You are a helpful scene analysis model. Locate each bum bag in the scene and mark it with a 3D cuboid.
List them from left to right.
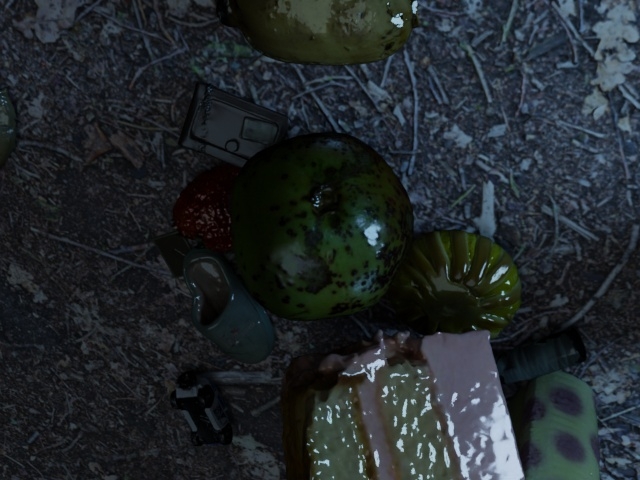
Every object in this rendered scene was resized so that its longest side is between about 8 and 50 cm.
[{"bbox_3d":[-0.135,-0.173,1.256,0.159,0.026,0.109,22,104,-3],"label":"bum bag"}]

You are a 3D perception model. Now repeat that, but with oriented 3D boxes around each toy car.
[{"bbox_3d":[-0.232,0.330,1.582,0.080,0.070,0.171,-9,119,23],"label":"toy car"}]

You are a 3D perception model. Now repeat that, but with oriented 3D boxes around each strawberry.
[{"bbox_3d":[-0.163,-0.052,1.296,0.131,0.131,0.148,42,120,-10],"label":"strawberry"}]

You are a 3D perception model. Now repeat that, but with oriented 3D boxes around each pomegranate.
[{"bbox_3d":[0.000,0.000,1.219,0.284,0.285,0.341,18,157,7],"label":"pomegranate"}]

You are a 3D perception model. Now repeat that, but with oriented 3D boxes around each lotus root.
[{"bbox_3d":[-0.008,-0.315,1.074,0.284,0.146,0.160,3,100,12],"label":"lotus root"}]

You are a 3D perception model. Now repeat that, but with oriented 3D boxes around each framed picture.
[{"bbox_3d":[-0.255,0.025,1.442,0.066,0.007,0.089,-16,115,25],"label":"framed picture"}]

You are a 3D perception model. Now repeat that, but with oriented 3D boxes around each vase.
[{"bbox_3d":[0.330,0.204,1.331,0.211,0.060,0.060,-25,110,30],"label":"vase"}]

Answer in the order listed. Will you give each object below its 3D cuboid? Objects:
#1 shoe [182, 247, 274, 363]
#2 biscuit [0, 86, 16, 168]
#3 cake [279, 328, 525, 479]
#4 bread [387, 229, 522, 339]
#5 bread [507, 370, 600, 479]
[{"bbox_3d":[-0.171,0.131,1.424,0.103,0.100,0.251,-19,111,25],"label":"shoe"},{"bbox_3d":[-0.626,-0.172,1.421,0.289,0.038,0.141,-25,110,29],"label":"biscuit"},{"bbox_3d":[0.102,0.286,1.198,0.306,0.314,0.293,-6,78,-11],"label":"cake"},{"bbox_3d":[0.210,0.078,1.269,0.213,0.105,0.214,8,120,15],"label":"bread"},{"bbox_3d":[0.353,0.384,1.267,0.155,0.338,0.187,27,127,2],"label":"bread"}]
